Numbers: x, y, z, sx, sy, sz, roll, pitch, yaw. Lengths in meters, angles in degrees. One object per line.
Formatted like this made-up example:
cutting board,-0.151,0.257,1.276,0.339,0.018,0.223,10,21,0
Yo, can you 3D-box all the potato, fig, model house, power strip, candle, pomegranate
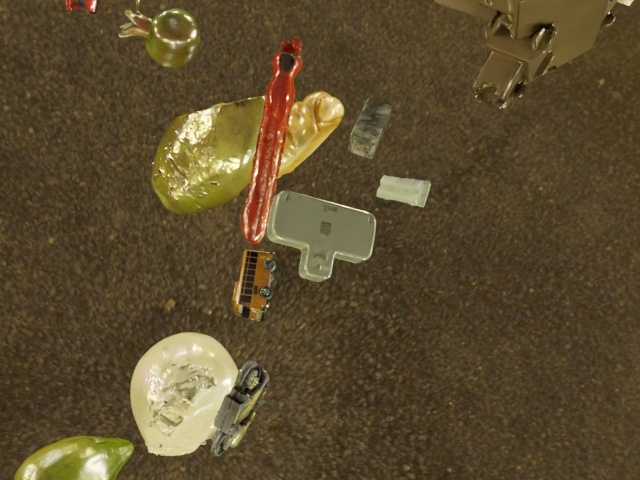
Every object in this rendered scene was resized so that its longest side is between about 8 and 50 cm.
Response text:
potato,-0.191,-0.160,1.044,0.176,0.298,0.141,54,28,-3
fig,-0.496,0.474,1.171,0.233,0.167,0.167,-34,83,-20
model house,0.243,-0.288,0.728,0.204,0.211,0.244,28,88,22
power strip,-0.001,0.000,1.409,0.264,0.059,0.194,15,75,-19
candle,-0.078,-0.156,0.912,0.048,0.051,0.330,10,89,31
pomegranate,-0.399,-0.517,1.455,0.191,0.152,0.131,11,62,-23

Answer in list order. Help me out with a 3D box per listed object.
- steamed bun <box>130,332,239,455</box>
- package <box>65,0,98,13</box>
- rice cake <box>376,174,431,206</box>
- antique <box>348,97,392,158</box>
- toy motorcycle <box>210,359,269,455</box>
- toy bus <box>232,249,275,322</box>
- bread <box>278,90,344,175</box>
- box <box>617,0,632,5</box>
steamed bun,-0.412,0.418,1.668,0.334,0.233,0.312,-45,50,-2
package,-0.294,-0.327,0.726,0.022,0.200,0.083,0,110,-32
rice cake,0.267,-0.163,1.895,0.040,0.226,0.085,11,94,-33
antique,0.156,-0.355,1.872,0.086,0.088,0.183,21,60,7
toy motorcycle,-0.140,0.296,1.060,0.061,0.124,0.194,24,102,19
toy bus,-0.201,0.136,1.763,0.114,0.098,0.201,9,60,-5
bread,-0.068,-0.290,1.598,0.121,0.311,0.172,53,30,6
box,0.492,-0.430,0.975,0.054,0.083,0.024,41,105,36
